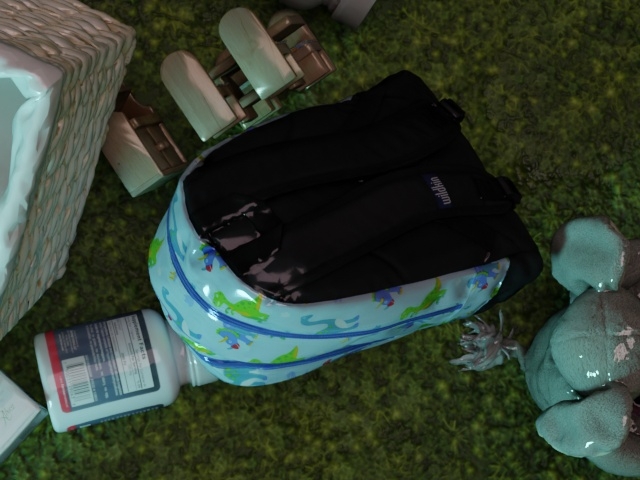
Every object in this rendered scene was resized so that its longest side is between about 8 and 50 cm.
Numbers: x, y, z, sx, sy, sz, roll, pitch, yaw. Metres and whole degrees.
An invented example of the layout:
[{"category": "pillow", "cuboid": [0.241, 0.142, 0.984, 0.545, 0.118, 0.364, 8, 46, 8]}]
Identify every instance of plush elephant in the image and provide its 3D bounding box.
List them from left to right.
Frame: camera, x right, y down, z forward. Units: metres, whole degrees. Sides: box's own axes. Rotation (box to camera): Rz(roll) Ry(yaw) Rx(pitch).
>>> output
[{"category": "plush elephant", "cuboid": [0.326, 0.118, 1.526, 0.330, 0.255, 0.271, 4, 83, -9]}]

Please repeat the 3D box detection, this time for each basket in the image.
[{"category": "basket", "cuboid": [-0.393, -0.099, 1.360, 0.331, 0.266, 0.328, 22, 112, 3]}]

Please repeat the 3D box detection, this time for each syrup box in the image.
[{"category": "syrup box", "cuboid": [-0.403, 0.132, 1.478, 0.237, 0.093, 0.096, 41, 79, 3]}]

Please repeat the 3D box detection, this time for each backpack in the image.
[{"category": "backpack", "cuboid": [0.000, 0.000, 1.474, 0.356, 0.273, 0.290, -15, 65, -48]}]

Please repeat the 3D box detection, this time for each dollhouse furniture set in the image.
[{"category": "dollhouse furniture set", "cuboid": [-0.134, -0.183, 1.514, 0.242, 0.212, 0.161, -33, 91, 15]}]

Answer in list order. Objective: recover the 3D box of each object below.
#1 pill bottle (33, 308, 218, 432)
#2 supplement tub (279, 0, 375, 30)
[{"category": "pill bottle", "cuboid": [-0.204, 0.131, 1.513, 0.180, 0.108, 0.108, -13, 86, -11]}, {"category": "supplement tub", "cuboid": [-0.046, -0.396, 1.536, 0.325, 0.235, 0.235, 32, 79, -4]}]
